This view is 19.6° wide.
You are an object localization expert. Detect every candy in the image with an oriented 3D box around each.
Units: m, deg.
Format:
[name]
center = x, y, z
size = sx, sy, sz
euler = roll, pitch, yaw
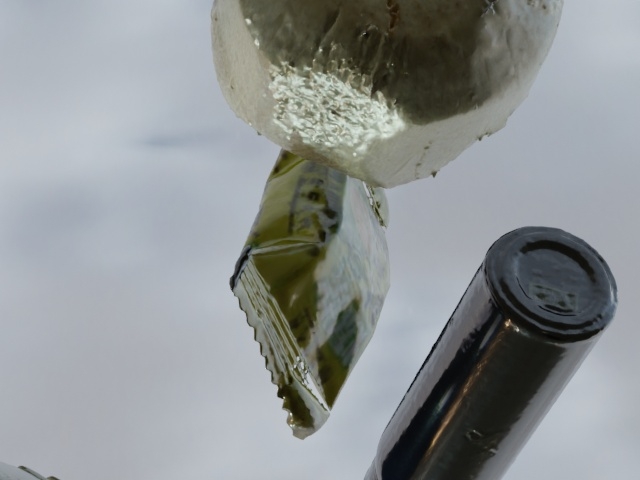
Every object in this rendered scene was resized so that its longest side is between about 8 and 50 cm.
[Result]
[candy]
center = 0.000, 0.000, 1.476
size = 0.081, 0.297, 0.187
euler = -7, -50, 25

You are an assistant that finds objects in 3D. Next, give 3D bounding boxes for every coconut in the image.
[coconut]
center = 0.043, -0.161, 1.319
size = 0.245, 0.245, 0.247
euler = 3, -20, -5

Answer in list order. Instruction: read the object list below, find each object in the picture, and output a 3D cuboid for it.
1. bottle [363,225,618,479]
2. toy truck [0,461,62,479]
[bottle]
center = 0.084, 0.089, 1.016
size = 0.072, 0.082, 0.244
euler = 22, -42, -2
[toy truck]
center = -0.243, 0.205, 1.105
size = 0.181, 0.254, 0.405
euler = -61, -32, 0
